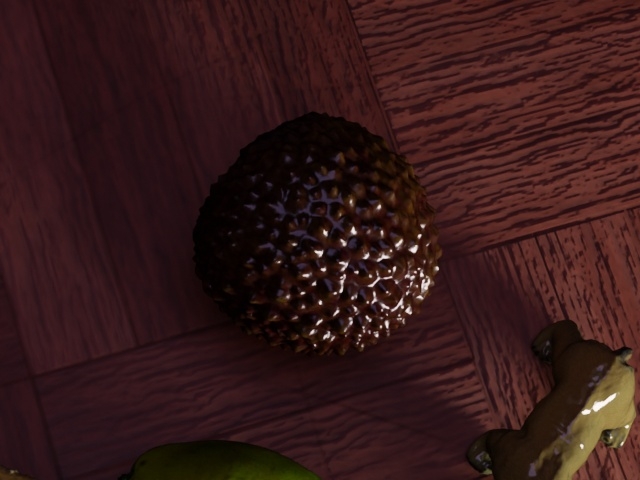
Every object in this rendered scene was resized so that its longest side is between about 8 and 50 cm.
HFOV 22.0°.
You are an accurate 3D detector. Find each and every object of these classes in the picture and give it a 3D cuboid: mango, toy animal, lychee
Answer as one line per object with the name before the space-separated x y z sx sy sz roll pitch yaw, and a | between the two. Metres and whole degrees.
mango | -0.062 0.205 1.182 0.178 0.100 0.119 12 64 -10
toy animal | 0.174 0.157 1.236 0.103 0.101 0.219 36 71 1
lychee | 0.000 0.000 1.220 0.188 0.188 0.188 3 72 -9

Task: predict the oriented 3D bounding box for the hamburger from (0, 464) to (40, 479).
hamburger | -0.262 0.254 1.122 0.189 0.122 0.215 18 73 -6
